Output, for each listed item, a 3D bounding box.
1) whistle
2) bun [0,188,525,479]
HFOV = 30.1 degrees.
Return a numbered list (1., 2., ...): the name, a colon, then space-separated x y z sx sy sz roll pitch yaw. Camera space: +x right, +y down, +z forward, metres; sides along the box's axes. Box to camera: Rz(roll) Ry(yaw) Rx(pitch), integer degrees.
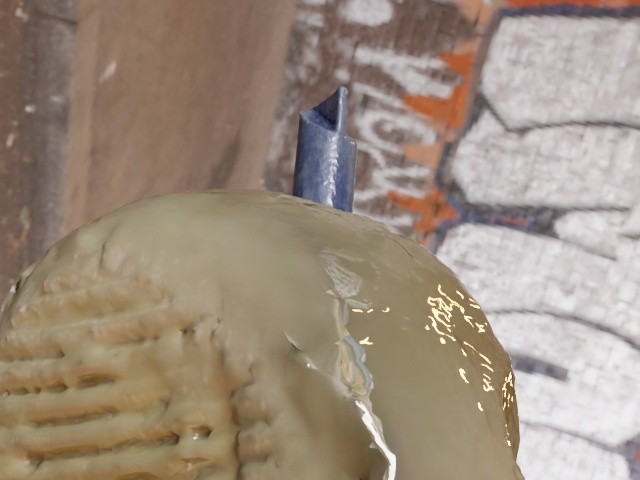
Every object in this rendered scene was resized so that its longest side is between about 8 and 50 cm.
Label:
1. whistle: 0.000 0.000 1.077 0.062 0.062 0.304 94 0 -63
2. bun: -0.034 0.152 0.622 0.211 0.360 0.359 17 91 -52
